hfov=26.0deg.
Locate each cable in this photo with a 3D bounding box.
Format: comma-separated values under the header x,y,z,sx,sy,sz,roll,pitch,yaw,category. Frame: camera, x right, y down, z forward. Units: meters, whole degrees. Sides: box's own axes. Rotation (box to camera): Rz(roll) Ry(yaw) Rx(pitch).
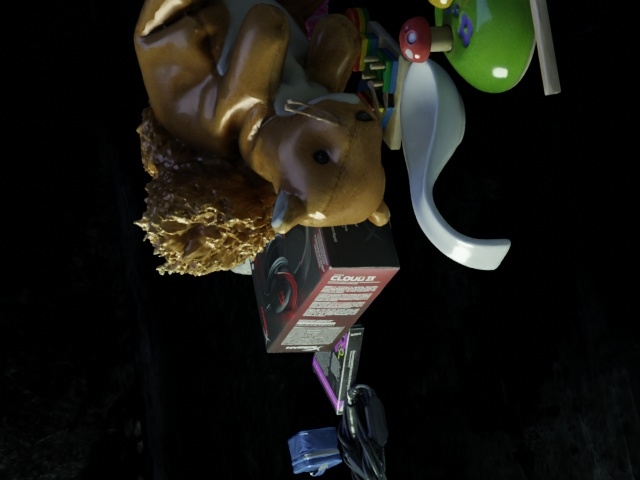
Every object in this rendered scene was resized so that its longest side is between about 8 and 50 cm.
x,y,z,sx,sy,sz,roll,pitch,yaw,category
0.059,0.300,2.004,0.150,0.047,0.185,139,123,-67,cable

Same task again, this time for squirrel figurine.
x,y,z,sx,sy,sz,roll,pitch,yaw,category
-0.073,-0.123,1.797,0.370,0.281,0.397,52,124,27,squirrel figurine

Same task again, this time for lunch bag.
x,y,z,sx,sy,sz,roll,pitch,yaw,category
-0.010,0.336,2.182,0.098,0.067,0.065,130,132,-66,lunch bag

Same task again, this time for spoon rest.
x,y,z,sx,sy,sz,roll,pitch,yaw,category
0.137,-0.092,1.617,0.137,0.084,0.276,112,147,-53,spoon rest

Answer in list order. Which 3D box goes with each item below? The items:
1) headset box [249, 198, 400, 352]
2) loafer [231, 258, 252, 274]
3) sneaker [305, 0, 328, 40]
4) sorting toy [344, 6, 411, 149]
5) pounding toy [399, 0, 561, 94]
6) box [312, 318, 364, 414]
x,y,z,sx,sy,sz,roll,pitch,yaw,category
0.000,0.000,1.962,0.293,0.110,0.218,126,138,-53,headset box
-0.137,-0.101,2.398,0.111,0.112,0.320,-15,88,66,loafer
-0.021,-0.332,2.050,0.075,0.063,0.171,-14,86,65,sneaker
0.072,-0.202,1.837,0.274,0.046,0.132,-123,33,-53,sorting toy
0.156,-0.245,1.481,0.237,0.110,0.183,-152,59,-68,pounding toy
0.026,0.164,2.094,0.116,0.029,0.162,-121,30,-50,box
